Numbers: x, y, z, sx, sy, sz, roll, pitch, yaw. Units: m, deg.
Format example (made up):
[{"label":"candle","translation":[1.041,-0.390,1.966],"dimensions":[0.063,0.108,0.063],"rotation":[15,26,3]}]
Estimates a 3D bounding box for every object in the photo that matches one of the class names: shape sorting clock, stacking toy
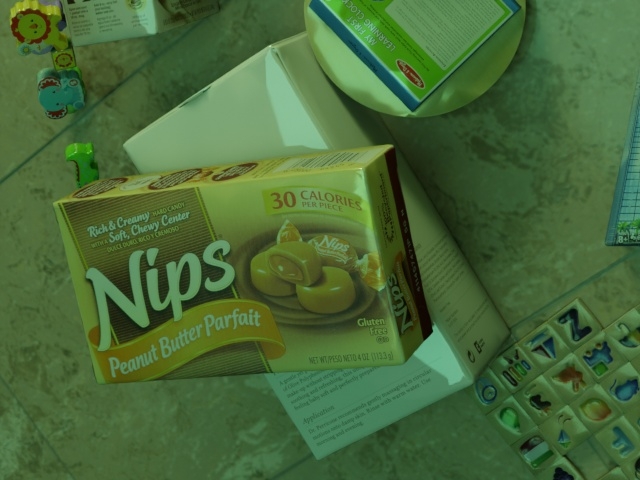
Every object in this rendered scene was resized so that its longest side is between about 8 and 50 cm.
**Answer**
[{"label":"shape sorting clock","translation":[0.087,-0.217,1.550],"dimensions":[0.206,0.040,0.206],"rotation":[0,88,1]},{"label":"stacking toy","translation":[-0.265,-0.174,1.628],"dimensions":[0.052,0.167,0.221],"rotation":[-12,129,-5]}]

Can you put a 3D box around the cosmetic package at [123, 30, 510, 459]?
[{"label":"cosmetic package","translation":[0.000,0.000,1.612],"dimensions":[0.197,0.155,0.365],"rotation":[-28,93,26]}]

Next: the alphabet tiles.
[{"label":"alphabet tiles","translation":[0.285,0.154,1.628],"dimensions":[0.237,0.009,0.198],"rotation":[-40,88,26]}]

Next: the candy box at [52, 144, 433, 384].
[{"label":"candy box","translation":[-0.073,0.025,1.513],"dimensions":[0.317,0.087,0.182],"rotation":[-5,105,25]}]

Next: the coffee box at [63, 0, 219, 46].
[{"label":"coffee box","translation":[-0.191,-0.323,1.598],"dimensions":[0.098,0.141,0.246],"rotation":[-6,104,23]}]

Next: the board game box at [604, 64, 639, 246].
[{"label":"board game box","translation":[0.352,-0.094,1.498],"dimensions":[0.194,0.060,0.194],"rotation":[0,106,22]}]
